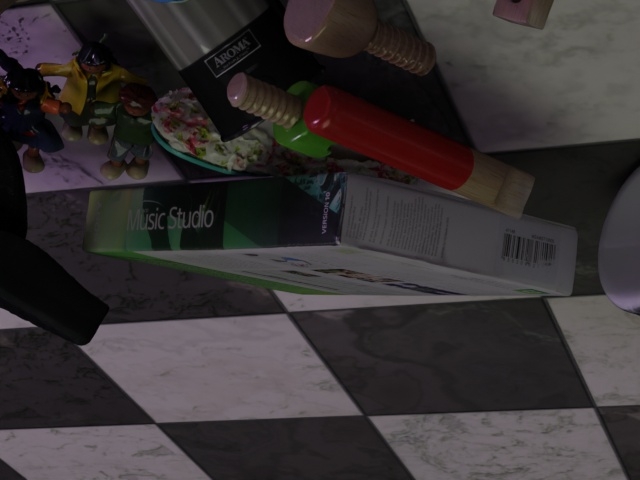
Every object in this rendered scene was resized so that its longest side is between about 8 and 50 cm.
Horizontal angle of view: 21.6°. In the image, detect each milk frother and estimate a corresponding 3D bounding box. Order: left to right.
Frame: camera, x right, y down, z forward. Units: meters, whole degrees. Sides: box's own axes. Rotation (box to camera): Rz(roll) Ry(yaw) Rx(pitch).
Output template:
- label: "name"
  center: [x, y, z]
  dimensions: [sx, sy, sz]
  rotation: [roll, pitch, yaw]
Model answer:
- label: "milk frother"
  center: [-0.059, -0.154, 1.117]
  dimensions: [0.135, 0.129, 0.143]
  rotation: [55, 168, -11]

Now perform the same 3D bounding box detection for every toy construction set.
- label: "toy construction set"
  center: [0.093, -0.156, 0.884]
  dimensions: [0.237, 0.309, 0.257]
  rotation: [22, 157, -35]

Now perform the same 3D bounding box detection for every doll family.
- label: "doll family"
  center: [-0.199, -0.109, 1.223]
  dimensions: [0.193, 0.076, 0.111]
  rotation: [2, 146, -11]

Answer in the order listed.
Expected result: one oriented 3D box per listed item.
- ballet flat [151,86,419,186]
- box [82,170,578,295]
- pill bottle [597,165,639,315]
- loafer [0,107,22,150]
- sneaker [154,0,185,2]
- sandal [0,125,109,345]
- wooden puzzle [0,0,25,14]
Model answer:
- label: "ballet flat"
  center: [-0.014, -0.084, 1.235]
  dimensions: [0.241, 0.091, 0.077]
  rotation: [12, 128, -42]
- label: "box"
  center: [0.000, 0.000, 1.281]
  dimensions: [0.232, 0.059, 0.322]
  rotation: [13, 170, -39]
- label: "pill bottle"
  center: [0.351, 0.027, 1.316]
  dimensions: [0.245, 0.130, 0.130]
  rotation: [19, 149, -22]
- label: "loafer"
  center: [-0.365, -0.087, 1.298]
  dimensions: [0.268, 0.092, 0.102]
  rotation: [10, 152, -5]
- label: "sneaker"
  center: [-0.138, -0.176, 0.990]
  dimensions: [0.240, 0.091, 0.126]
  rotation: [-26, 107, 19]
- label: "sandal"
  center: [-0.277, -0.044, 1.213]
  dimensions: [0.167, 0.107, 0.446]
  rotation: [23, 169, 21]
- label: "wooden puzzle"
  center: [-0.316, -0.146, 1.087]
  dimensions: [0.220, 0.239, 0.044]
  rotation: [4, 107, 5]
